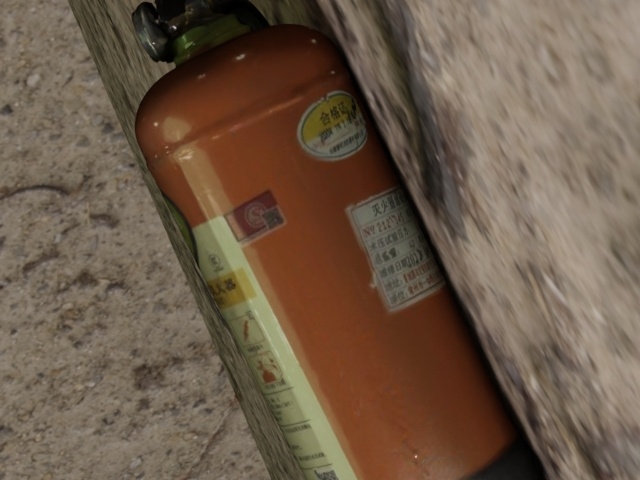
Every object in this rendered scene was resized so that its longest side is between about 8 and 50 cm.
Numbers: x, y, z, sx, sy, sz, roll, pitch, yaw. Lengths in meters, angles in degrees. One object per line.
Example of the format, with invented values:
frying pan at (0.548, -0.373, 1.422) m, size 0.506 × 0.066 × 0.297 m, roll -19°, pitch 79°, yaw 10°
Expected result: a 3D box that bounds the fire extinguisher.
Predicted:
fire extinguisher at (-0.010, 0.005, 0.887) m, size 0.376 × 0.113 × 0.200 m, roll 64°, pitch 172°, yaw -5°
